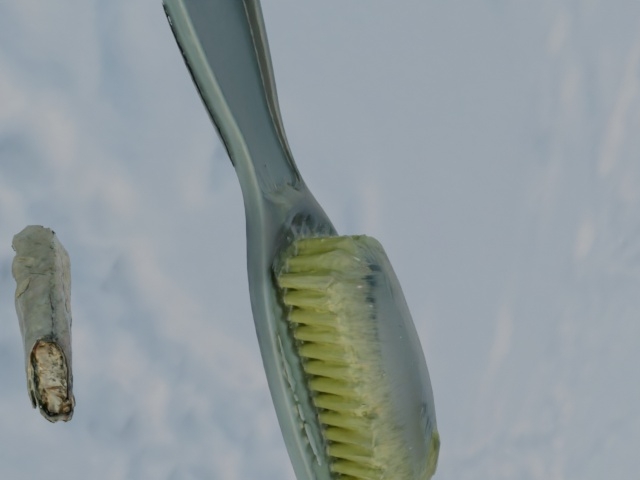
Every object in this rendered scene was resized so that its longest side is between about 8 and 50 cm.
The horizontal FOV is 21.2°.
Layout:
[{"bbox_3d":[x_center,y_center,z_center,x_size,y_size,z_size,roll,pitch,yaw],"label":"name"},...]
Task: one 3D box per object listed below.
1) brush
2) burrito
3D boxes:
[{"bbox_3d":[0.000,0.000,0.705,0.068,0.060,0.297,-39,120,-44],"label":"brush"},{"bbox_3d":[-0.200,0.057,1.242,0.055,0.041,0.149,71,7,-58],"label":"burrito"}]
